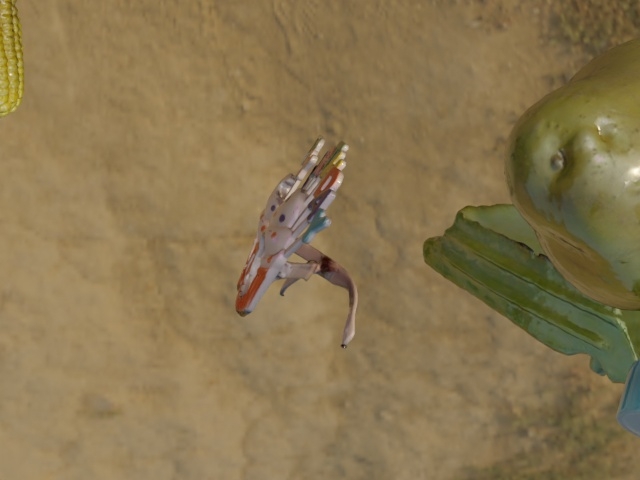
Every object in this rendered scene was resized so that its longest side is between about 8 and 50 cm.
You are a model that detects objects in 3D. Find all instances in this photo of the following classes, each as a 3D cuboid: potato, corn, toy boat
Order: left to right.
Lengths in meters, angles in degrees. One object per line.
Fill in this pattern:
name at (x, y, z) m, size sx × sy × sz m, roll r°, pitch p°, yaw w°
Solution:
corn at (-0.254, -0.184, 1.004) m, size 0.072 × 0.072 × 0.203 m, roll -3°, pitch 103°, yaw -2°
toy boat at (0.205, 0.039, 1.153) m, size 0.111 × 0.276 × 0.084 m, roll -8°, pitch 122°, yaw -37°
potato at (0.172, -0.040, 0.765) m, size 0.157 × 0.157 × 0.194 m, roll -38°, pitch 157°, yaw 29°

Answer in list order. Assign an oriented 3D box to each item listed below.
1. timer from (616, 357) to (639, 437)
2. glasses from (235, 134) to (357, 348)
timer at (0.313, 0.092, 0.734) m, size 0.232 × 0.091 × 0.250 m, roll 26°, pitch 155°, yaw -24°
glasses at (-0.003, -0.008, 1.183) m, size 0.095 × 0.255 × 0.162 m, roll 20°, pitch 96°, yaw -10°
